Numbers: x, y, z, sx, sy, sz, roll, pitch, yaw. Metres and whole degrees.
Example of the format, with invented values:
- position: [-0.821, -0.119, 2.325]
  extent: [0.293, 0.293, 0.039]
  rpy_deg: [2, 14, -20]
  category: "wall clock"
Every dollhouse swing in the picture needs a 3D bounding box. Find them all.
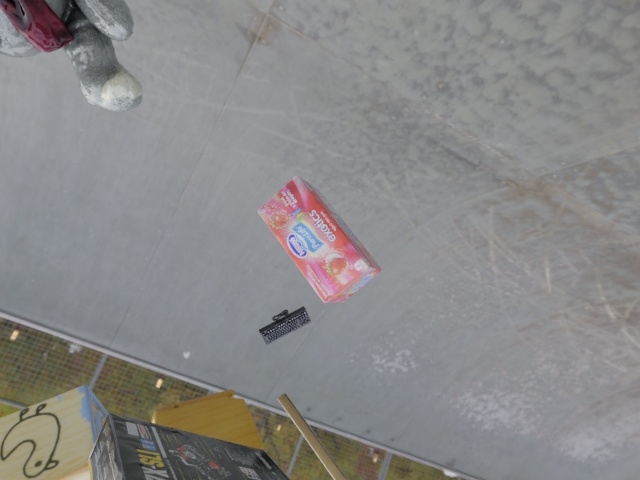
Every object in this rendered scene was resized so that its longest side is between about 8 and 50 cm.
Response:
- position: [-0.313, 0.638, 1.240]
  extent: [0.316, 0.304, 0.347]
  rpy_deg: [-9, -164, -20]
  category: "dollhouse swing"

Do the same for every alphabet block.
- position: [-0.521, 0.442, 0.953]
  extent: [0.192, 0.197, 0.193]
  rpy_deg: [52, 155, 42]
  category: "alphabet block"

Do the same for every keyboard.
- position: [-0.127, 0.295, 1.692]
  extent: [0.023, 0.180, 0.108]
  rpy_deg: [46, 161, 57]
  category: "keyboard"

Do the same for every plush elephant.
- position: [-0.352, -0.302, 0.506]
  extent: [0.272, 0.329, 0.255]
  rpy_deg: [-4, 180, -13]
  category: "plush elephant"

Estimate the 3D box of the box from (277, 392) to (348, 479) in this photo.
- position: [-0.006, 0.400, 0.936]
  extent: [0.201, 0.021, 0.164]
  rpy_deg: [47, 165, 28]
  category: "box"

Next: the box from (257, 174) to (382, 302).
- position: [0.000, 0.000, 1.216]
  extent: [0.299, 0.142, 0.154]
  rpy_deg: [52, -168, 17]
  category: "box"

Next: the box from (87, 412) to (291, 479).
- position: [-0.129, 0.325, 0.573]
  extent: [0.257, 0.079, 0.322]
  rpy_deg: [25, 170, -27]
  category: "box"
